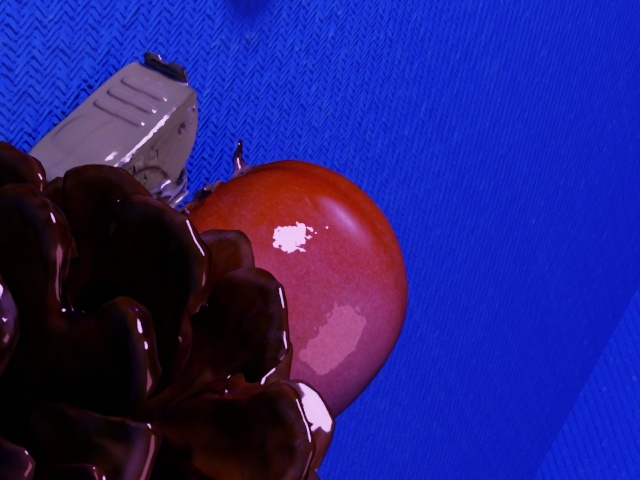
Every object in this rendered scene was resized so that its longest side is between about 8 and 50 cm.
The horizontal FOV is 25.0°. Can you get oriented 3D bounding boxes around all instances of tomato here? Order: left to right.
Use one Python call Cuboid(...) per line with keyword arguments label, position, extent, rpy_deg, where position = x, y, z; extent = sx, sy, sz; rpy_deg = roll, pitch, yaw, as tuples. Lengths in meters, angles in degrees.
Cuboid(label="tomato", position=(-0.046, 0.052, 1.236), extent=(0.256, 0.224, 0.256), rpy_deg=(-47, 177, -3))

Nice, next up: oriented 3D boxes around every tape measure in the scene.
Cuboid(label="tape measure", position=(-0.165, -0.033, 1.102), extent=(0.177, 0.087, 0.154), rpy_deg=(-45, 153, -33))

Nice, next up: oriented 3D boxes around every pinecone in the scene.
Cuboid(label="pinecone", position=(-0.187, 0.122, 0.854), extent=(0.398, 0.398, 0.397), rpy_deg=(-43, 146, -39))
